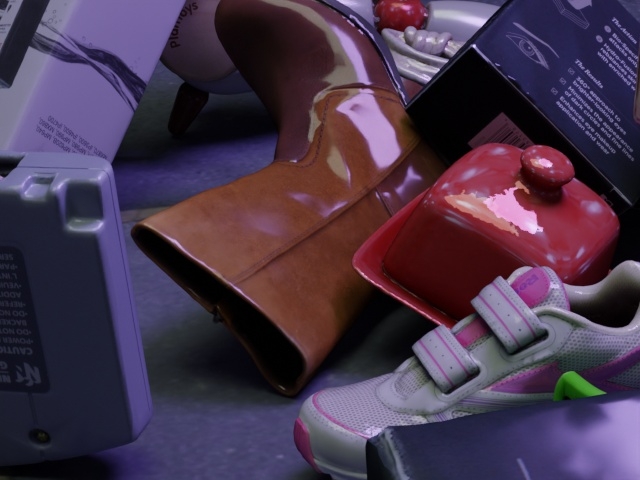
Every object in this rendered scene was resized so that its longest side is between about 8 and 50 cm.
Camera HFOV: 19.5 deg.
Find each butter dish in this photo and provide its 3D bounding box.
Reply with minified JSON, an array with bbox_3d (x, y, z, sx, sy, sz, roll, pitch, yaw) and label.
[{"bbox_3d":[0.127,-0.008,1.194,0.160,0.118,0.160,31,36,15],"label":"butter dish"}]

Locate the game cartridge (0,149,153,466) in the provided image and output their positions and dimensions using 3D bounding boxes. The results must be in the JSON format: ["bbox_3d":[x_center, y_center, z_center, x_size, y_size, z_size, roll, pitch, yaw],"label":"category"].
[{"bbox_3d":[-0.246,0.041,1.091,0.294,0.196,0.060,3,26,15],"label":"game cartridge"}]

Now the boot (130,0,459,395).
[{"bbox_3d":[-0.039,-0.046,1.276,0.264,0.096,0.280,50,43,5],"label":"boot"}]

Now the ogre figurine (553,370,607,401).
[{"bbox_3d":[0.157,0.131,0.955,0.197,0.097,0.118,-28,44,-21],"label":"ogre figurine"}]

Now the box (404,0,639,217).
[{"bbox_3d":[0.171,-0.098,1.330,0.093,0.156,0.158,-42,4,47],"label":"box"}]

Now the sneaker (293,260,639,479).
[{"bbox_3d":[0.102,0.070,1.071,0.252,0.111,0.103,-13,26,-18],"label":"sneaker"}]

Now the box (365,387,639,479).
[{"bbox_3d":[0.238,0.197,0.587,0.395,0.212,0.293,-7,36,-12],"label":"box"}]

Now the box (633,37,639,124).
[{"bbox_3d":[0.340,-0.138,1.244,0.232,0.127,0.148,-15,26,-40],"label":"box"}]

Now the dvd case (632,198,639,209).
[{"bbox_3d":[0.246,-0.066,1.454,0.221,0.018,0.164,12,31,30],"label":"dvd case"}]

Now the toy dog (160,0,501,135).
[{"bbox_3d":[-0.004,-0.141,1.556,0.333,0.161,0.220,19,28,13],"label":"toy dog"}]

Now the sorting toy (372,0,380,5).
[{"bbox_3d":[0.021,-0.245,1.605,0.132,0.274,0.046,-20,44,49],"label":"sorting toy"}]

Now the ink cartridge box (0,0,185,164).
[{"bbox_3d":[-0.230,-0.163,1.442,0.197,0.273,0.114,15,-13,35],"label":"ink cartridge box"}]
